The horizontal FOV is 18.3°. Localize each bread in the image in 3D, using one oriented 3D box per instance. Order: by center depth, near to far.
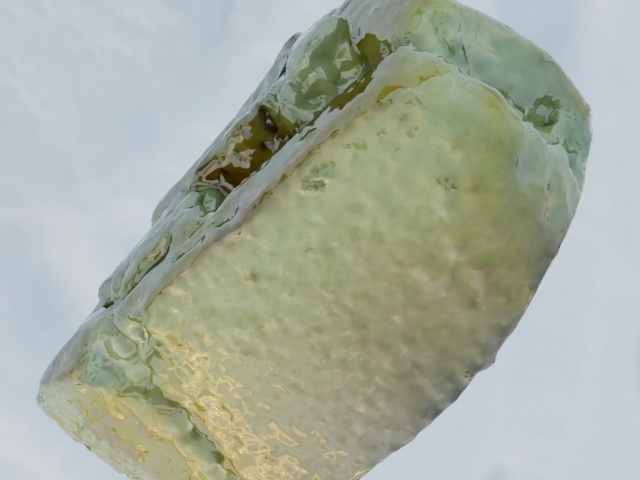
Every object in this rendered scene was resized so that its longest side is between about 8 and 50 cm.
[{"bbox_3d":[0.000,0.000,0.763,0.124,0.186,0.257,33,131,-11],"label":"bread"}]
